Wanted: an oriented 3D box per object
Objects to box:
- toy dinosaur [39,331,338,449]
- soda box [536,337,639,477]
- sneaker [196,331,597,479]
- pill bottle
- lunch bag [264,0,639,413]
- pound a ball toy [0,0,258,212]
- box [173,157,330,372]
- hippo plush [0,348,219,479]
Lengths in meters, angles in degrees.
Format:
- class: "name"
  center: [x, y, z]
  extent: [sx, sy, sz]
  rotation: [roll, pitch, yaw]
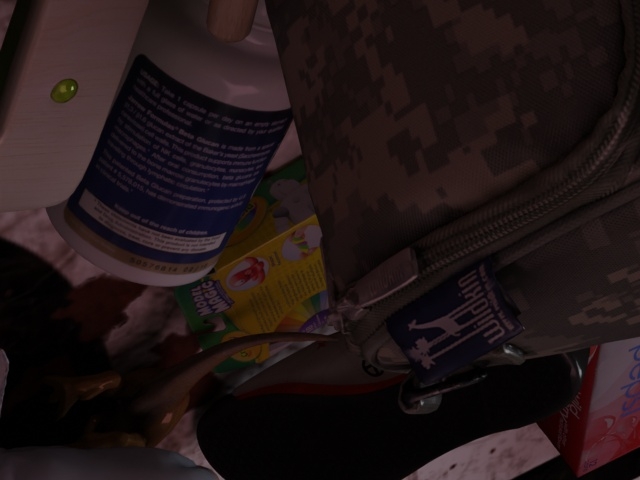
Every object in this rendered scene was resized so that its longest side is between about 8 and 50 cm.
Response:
- class: "toy dinosaur"
  center: [-0.095, 0.090, 1.048]
  extent: [0.112, 0.064, 0.211]
  rotation: [-12, 158, -38]
- class: "soda box"
  center: [0.195, 0.037, 1.203]
  extent: [0.092, 0.083, 0.263]
  rotation: [-22, 141, -18]
- class: "sneaker"
  center: [0.057, 0.068, 1.115]
  extent: [0.270, 0.145, 0.090]
  rotation: [-23, 112, 34]
- class: "pill bottle"
  center: [-0.059, -0.069, 0.869]
  extent: [0.094, 0.094, 0.169]
  rotation: [1, 131, -39]
- class: "lunch bag"
  center: [0.100, -0.112, 0.663]
  extent: [0.256, 0.305, 0.212]
  rotation: [-20, 158, 14]
- class: "pound a ball toy"
  center: [-0.110, -0.142, 0.650]
  extent: [0.136, 0.208, 0.319]
  rotation: [-4, 134, -35]
- class: "box"
  center: [0.000, 0.000, 1.039]
  extent: [0.179, 0.043, 0.105]
  rotation: [-32, 145, -9]
- class: "hippo plush"
  center: [-0.163, 0.224, 0.937]
  extent: [0.234, 0.236, 0.294]
  rotation: [-1, 140, -2]
